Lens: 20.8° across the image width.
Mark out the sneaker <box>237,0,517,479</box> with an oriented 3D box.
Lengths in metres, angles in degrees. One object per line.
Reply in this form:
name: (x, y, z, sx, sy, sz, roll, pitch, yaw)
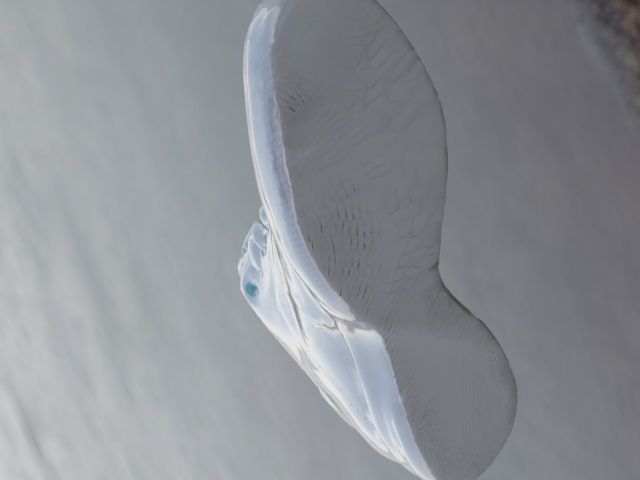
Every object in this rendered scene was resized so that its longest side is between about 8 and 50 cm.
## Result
sneaker: (0.000, 0.000, 0.638, 0.094, 0.080, 0.212, 18, 137, 44)
